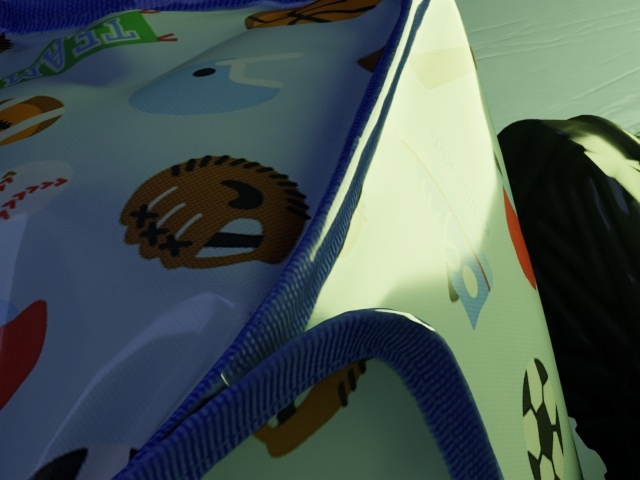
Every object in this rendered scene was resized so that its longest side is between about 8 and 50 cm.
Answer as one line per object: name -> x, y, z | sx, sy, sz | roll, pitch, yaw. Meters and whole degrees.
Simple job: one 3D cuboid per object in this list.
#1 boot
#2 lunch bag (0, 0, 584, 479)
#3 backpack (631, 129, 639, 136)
boot -> 0.244, 0.057, 0.707 | 0.260, 0.131, 0.348 | -4, 47, -29
lunch bag -> -0.032, 0.129, 0.530 | 0.239, 0.328, 0.385 | -9, 28, 19
backpack -> 0.192, -0.015, 0.908 | 0.114, 0.084, 0.105 | -30, 28, -16
